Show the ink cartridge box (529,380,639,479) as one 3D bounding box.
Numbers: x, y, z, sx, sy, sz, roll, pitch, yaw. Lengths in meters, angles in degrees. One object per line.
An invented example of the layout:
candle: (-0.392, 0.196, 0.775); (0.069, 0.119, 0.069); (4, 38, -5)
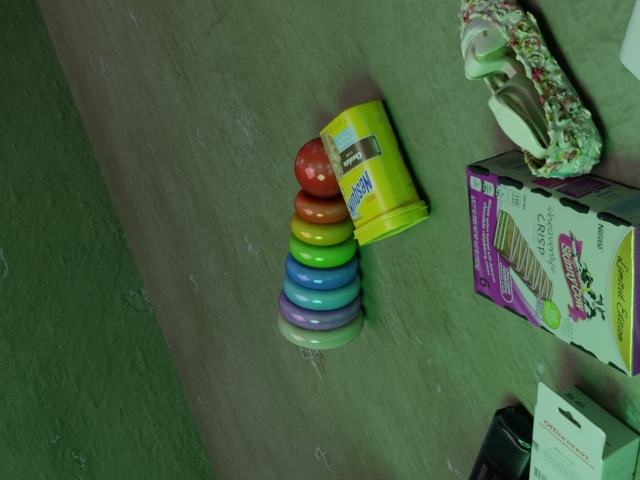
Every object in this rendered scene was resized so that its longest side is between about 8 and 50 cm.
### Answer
ink cartridge box: (0.293, 0.240, 0.979); (0.104, 0.060, 0.180); (41, 144, 48)

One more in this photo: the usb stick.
usb stick: (0.238, 0.323, 1.182); (0.077, 0.045, 0.278); (45, 146, 31)

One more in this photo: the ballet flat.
ballet flat: (0.190, -0.162, 0.865); (0.241, 0.077, 0.091); (61, 155, 21)

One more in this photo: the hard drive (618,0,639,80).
hard drive: (0.308, -0.216, 0.548); (0.233, 0.047, 0.353); (-112, 20, -45)

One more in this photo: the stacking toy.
stacking toy: (0.000, 0.000, 1.337); (0.141, 0.141, 0.330); (41, 139, 48)

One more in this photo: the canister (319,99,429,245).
canister: (0.069, -0.090, 1.184); (0.126, 0.073, 0.170); (-32, 78, 65)

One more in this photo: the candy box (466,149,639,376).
candy box: (0.249, 0.014, 0.885); (0.233, 0.071, 0.159); (29, 134, 55)
